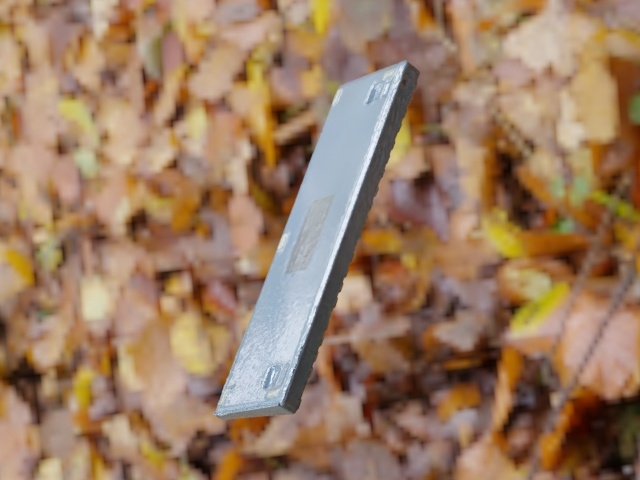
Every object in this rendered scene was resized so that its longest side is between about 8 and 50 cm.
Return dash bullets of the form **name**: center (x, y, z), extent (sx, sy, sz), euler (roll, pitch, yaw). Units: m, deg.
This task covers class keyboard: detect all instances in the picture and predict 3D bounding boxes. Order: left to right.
- **keyboard**: center (-0.001, -0.001, 0.867), extent (0.055, 0.014, 0.176), euler (-12, 51, 51)
